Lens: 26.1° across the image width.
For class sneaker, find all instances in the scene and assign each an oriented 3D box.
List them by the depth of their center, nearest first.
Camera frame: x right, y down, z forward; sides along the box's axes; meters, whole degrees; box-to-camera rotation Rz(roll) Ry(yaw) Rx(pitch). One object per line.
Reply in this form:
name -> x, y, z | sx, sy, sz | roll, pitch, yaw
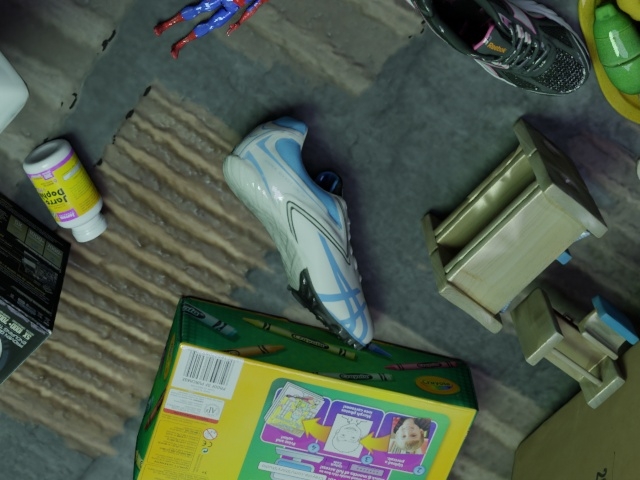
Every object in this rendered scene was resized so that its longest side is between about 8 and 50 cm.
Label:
sneaker -> 0.136, -0.160, 1.088 | 0.178, 0.077, 0.072 | 25, 116, -17
sneaker -> 0.000, 0.000, 1.172 | 0.086, 0.085, 0.237 | -37, 125, -12

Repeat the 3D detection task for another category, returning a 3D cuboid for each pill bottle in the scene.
pill bottle -> -0.210, -0.040, 1.155 | 0.043, 0.043, 0.083 | -23, 118, 9

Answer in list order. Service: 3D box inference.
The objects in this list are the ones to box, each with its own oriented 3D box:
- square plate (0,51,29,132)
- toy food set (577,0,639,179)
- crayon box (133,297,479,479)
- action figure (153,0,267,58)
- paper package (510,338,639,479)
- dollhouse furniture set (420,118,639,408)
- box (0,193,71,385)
square plate -> -0.430, -0.114, 1.006 | 0.347, 0.049, 0.344 | -43, 83, 19
toy food set -> 0.290, -0.143, 1.110 | 0.128, 0.071, 0.217 | -22, 119, 9
crayon box -> -0.016, 0.168, 1.262 | 0.279, 0.081, 0.165 | 14, 118, -11
action figure -> -0.075, -0.185, 1.091 | 0.115, 0.030, 0.038 | -31, 111, 11
paper package -> 0.282, 0.276, 1.158 | 0.168, 0.324, 0.309 | 21, 142, -11
dollhouse furniture set -> 0.199, 0.018, 1.163 | 0.184, 0.129, 0.129 | 36, 111, -22
box -> -0.303, 0.011, 1.120 | 0.180, 0.147, 0.077 | 38, 111, -22
